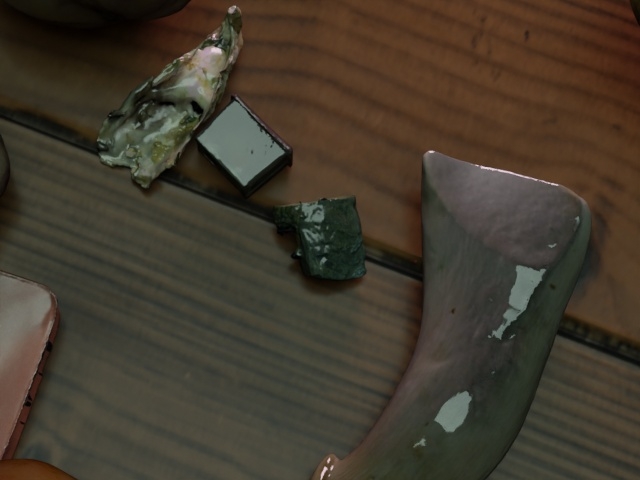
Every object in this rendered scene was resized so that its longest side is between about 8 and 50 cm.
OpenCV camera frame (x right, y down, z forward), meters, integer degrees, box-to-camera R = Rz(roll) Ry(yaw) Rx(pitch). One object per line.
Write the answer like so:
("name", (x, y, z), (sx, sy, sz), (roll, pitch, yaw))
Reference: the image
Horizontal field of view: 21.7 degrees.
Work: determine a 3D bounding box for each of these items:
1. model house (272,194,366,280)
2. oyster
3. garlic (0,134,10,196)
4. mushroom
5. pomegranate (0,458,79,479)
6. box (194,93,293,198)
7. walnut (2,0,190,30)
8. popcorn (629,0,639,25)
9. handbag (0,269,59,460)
("model house", (0.000, 0.000, 1.633), (0.079, 0.066, 0.083), (-10, 93, -19))
("oyster", (-0.136, -0.135, 1.662), (0.200, 0.061, 0.106), (-34, 82, -5))
("garlic", (-0.364, -0.061, 1.586), (0.147, 0.102, 0.159), (-1, 54, 17))
("mushroom", (0.121, 0.124, 1.570), (0.177, 0.126, 0.397), (17, 74, 10))
("pomegranate", (-0.283, 0.310, 1.430), (0.229, 0.270, 0.252), (-40, 115, -39))
("box", (-0.076, -0.090, 1.646), (0.085, 0.060, 0.063), (45, 80, 6))
("walnut", (-0.216, -0.338, 1.614), (0.227, 0.273, 0.273), (-9, 72, -41))
("popcorn", (0.464, -0.259, 1.623), (0.312, 0.312, 0.312), (1, 74, -5))
("handbag", (-0.345, 0.125, 1.559), (0.157, 0.059, 0.212), (18, 72, -1))
